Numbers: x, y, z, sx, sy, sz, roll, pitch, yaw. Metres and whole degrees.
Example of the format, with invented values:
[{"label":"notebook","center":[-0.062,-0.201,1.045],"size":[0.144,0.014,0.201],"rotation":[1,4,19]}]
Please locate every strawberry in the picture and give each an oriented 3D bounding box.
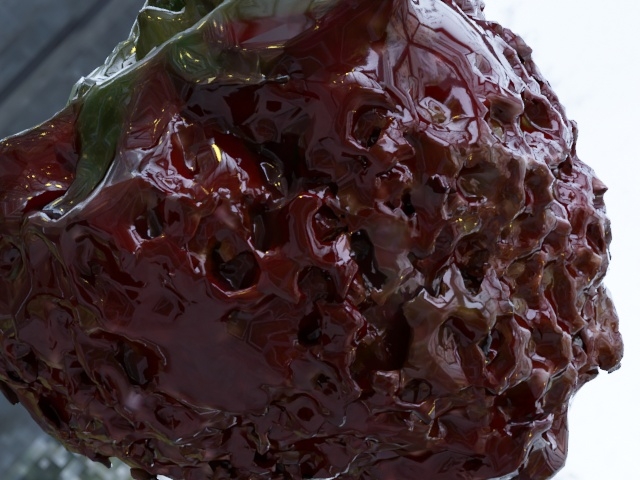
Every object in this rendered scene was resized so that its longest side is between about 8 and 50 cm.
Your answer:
[{"label":"strawberry","center":[0.000,0.000,0.594],"size":[0.201,0.187,0.184],"rotation":[41,-63,-13]}]
